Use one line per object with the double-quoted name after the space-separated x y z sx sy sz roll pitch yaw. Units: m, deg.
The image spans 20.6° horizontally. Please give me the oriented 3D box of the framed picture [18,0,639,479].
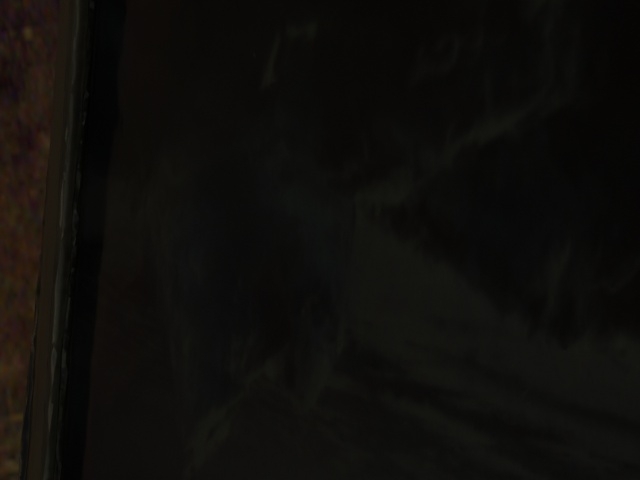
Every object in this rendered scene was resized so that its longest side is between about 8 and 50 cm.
0.000 0.000 0.450 0.028 0.446 0.326 3 93 -26 "framed picture"
